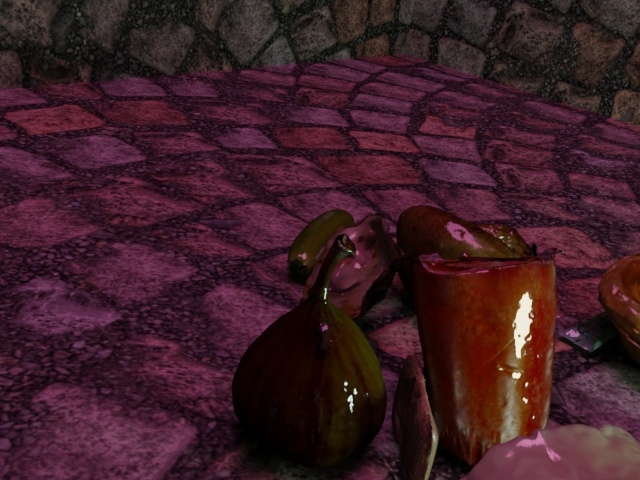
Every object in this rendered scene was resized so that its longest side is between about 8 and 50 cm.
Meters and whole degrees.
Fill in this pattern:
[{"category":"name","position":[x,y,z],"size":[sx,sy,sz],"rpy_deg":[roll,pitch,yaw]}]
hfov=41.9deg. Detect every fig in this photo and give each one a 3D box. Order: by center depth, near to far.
[{"category":"fig","position":[-0.003,0.137,1.131],"size":[0.217,0.321,0.217],"rpy_deg":[7,19,-2]}]

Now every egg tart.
[{"category":"egg tart","position":[0.649,0.157,1.503],"size":[0.341,0.129,0.341],"rpy_deg":[11,32,-7]}]

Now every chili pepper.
[{"category":"chili pepper","position":[0.235,0.160,1.240],"size":[0.229,0.305,0.251],"rpy_deg":[3,11,9]}]

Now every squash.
[{"category":"squash","position":[-0.002,-0.001,1.728],"size":[0.082,0.082,0.292],"rpy_deg":[16,26,17]}]

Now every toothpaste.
[{"category":"toothpaste","position":[0.577,0.153,1.619],"size":[0.296,0.048,0.074],"rpy_deg":[-16,34,-38]}]

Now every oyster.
[{"category":"oyster","position":[0.055,0.065,1.542],"size":[0.221,0.096,0.361],"rpy_deg":[-30,19,6]}]

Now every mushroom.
[{"category":"mushroom","position":[0.273,0.049,1.560],"size":[0.283,0.195,0.263],"rpy_deg":[11,-11,-3]}]

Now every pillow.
[{"category":"pillow","position":[0.125,0.254,1.140],"size":[0.034,0.135,0.211],"rpy_deg":[6,22,-5]}]

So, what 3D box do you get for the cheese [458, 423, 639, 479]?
[{"category":"cheese","position":[0.243,0.325,0.774],"size":[0.292,0.332,0.153],"rpy_deg":[-17,32,-20]}]
